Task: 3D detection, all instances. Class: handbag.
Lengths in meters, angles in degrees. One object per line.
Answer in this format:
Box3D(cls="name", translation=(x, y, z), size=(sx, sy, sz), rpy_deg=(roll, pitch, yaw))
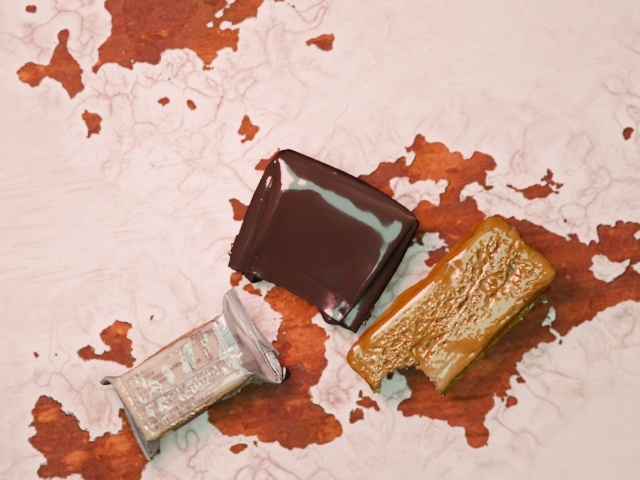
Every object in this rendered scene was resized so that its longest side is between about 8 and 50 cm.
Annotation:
Box3D(cls="handbag", translation=(0.000, 0.000, 1.618), size=(0.285, 0.113, 0.257), rpy_deg=(27, 94, 0))

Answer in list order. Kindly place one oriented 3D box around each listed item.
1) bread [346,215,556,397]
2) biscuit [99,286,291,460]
Box3D(cls="bread", translation=(0.228, 0.136, 1.589), size=(0.380, 0.109, 0.185), rpy_deg=(-43, 87, 2))
Box3D(cls="biscuit", translation=(-0.226, 0.242, 1.615), size=(0.309, 0.079, 0.186), rpy_deg=(-34, 86, 4))
